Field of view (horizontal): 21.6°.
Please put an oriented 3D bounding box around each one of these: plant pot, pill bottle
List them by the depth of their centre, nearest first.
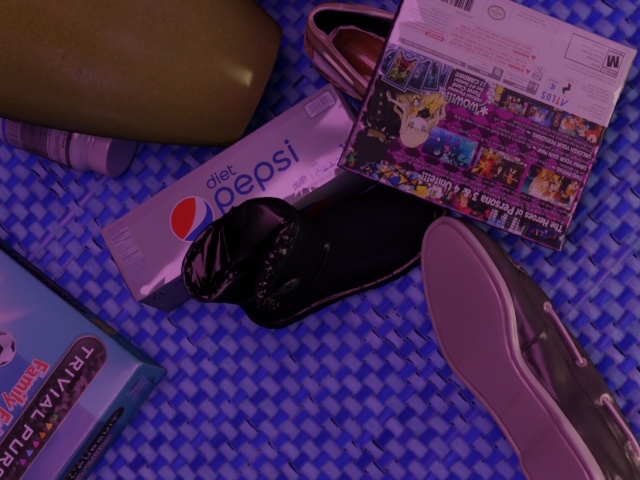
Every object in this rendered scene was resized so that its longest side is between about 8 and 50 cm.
[{"bbox_3d":[-0.198,-0.213,1.689,0.293,0.275,0.275,22,85,-13],"label":"plant pot"},{"bbox_3d":[-0.270,-0.119,1.797,0.137,0.078,0.078,20,86,18],"label":"pill bottle"}]

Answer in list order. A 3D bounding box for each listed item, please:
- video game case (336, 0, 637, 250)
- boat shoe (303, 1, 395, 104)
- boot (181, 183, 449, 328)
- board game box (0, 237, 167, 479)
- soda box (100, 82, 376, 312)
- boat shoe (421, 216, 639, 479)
[{"bbox_3d":[0.159,-0.127,1.612,0.232,0.042,0.210,20,91,-3],"label":"video game case"},{"bbox_3d":[0.112,-0.149,1.683,0.302,0.103,0.113,25,85,17],"label":"boat shoe"},{"bbox_3d":[0.000,0.000,1.632,0.246,0.207,0.094,-30,73,8],"label":"boot"},{"bbox_3d":[-0.371,0.137,1.777,0.336,0.079,0.254,36,91,19],"label":"board game box"},{"bbox_3d":[-0.076,-0.040,1.718,0.286,0.098,0.091,-32,74,8],"label":"soda box"},{"bbox_3d":[0.205,0.123,1.625,0.112,0.095,0.335,-46,63,41],"label":"boat shoe"}]
